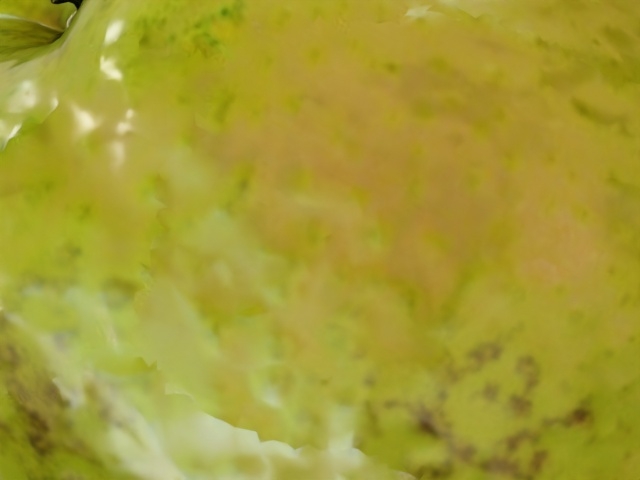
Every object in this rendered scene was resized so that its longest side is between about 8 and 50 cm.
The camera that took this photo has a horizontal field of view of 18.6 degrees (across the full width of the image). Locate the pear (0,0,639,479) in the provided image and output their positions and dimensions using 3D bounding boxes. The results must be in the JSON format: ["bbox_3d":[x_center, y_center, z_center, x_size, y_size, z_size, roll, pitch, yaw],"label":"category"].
[{"bbox_3d":[0.000,0.000,0.736,0.391,0.391,0.391,31,-127,-54],"label":"pear"}]
